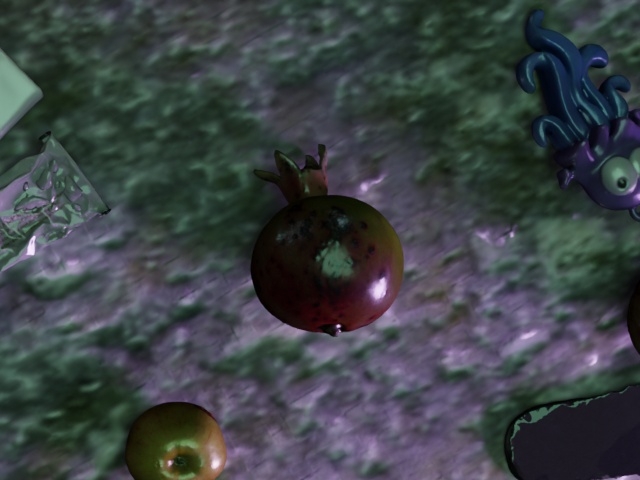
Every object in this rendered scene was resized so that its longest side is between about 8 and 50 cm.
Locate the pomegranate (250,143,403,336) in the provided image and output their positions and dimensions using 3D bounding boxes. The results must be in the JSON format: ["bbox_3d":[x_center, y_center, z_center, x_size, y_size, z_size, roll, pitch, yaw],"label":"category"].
[{"bbox_3d":[0.001,0.000,1.479,0.129,0.129,0.159,-15,98,-10],"label":"pomegranate"}]

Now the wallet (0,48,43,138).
[{"bbox_3d":[-0.287,-0.097,1.459,0.122,0.025,0.061,-45,104,-4],"label":"wallet"}]

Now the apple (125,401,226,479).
[{"bbox_3d":[-0.120,0.174,1.499,0.084,0.071,0.084,-1,96,-11],"label":"apple"}]

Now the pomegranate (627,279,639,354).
[{"bbox_3d":[0.326,0.066,1.565,0.130,0.130,0.130,-1,96,-12],"label":"pomegranate"}]

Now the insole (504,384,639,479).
[{"bbox_3d":[0.315,0.171,1.621,0.310,0.012,0.110,-8,99,-11],"label":"insole"}]

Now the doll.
[{"bbox_3d":[0.229,-0.105,1.549,0.110,0.067,0.206,-32,91,-16],"label":"doll"}]

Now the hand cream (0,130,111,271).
[{"bbox_3d":[-0.298,0.015,1.458,0.257,0.050,0.084,-36,104,-12],"label":"hand cream"}]
